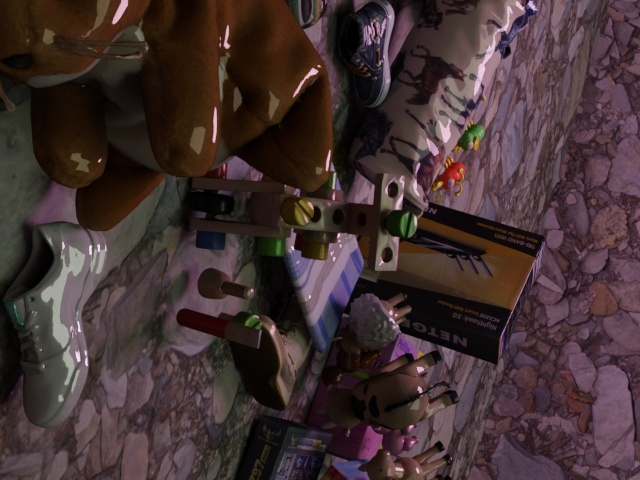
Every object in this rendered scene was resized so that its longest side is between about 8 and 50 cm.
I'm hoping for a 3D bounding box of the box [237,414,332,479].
[{"bbox_3d":[-0.067,0.392,1.887,0.183,0.059,0.232,-69,159,-5],"label":"box"}]

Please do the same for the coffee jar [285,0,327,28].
[{"bbox_3d":[-0.059,-0.291,1.422,0.184,0.079,0.096,-47,143,-48],"label":"coffee jar"}]

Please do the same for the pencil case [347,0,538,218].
[{"bbox_3d":[0.197,-0.246,1.881,0.183,0.160,0.410,31,86,-27],"label":"pencil case"}]

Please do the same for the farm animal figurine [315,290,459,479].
[{"bbox_3d":[0.097,0.281,1.835,0.172,0.330,0.327,-24,165,-23],"label":"farm animal figurine"}]

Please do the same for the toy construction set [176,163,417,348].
[{"bbox_3d":[-0.023,0.000,1.433,0.257,0.237,0.309,41,69,-47],"label":"toy construction set"}]

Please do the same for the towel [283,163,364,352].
[{"bbox_3d":[0.000,0.000,1.723,0.209,0.034,0.285,-64,146,-46],"label":"towel"}]

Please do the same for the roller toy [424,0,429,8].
[{"bbox_3d":[0.286,-0.424,2.086,0.191,0.146,0.209,-70,157,-13],"label":"roller toy"}]

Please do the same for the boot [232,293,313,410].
[{"bbox_3d":[-0.058,0.138,1.722,0.213,0.077,0.165,79,32,-49],"label":"boot"}]

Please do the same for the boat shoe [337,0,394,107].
[{"bbox_3d":[0.062,-0.281,1.764,0.083,0.065,0.183,-31,138,-38],"label":"boat shoe"}]

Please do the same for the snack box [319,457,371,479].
[{"bbox_3d":[0.017,0.474,1.934,0.207,0.070,0.174,-55,156,10],"label":"snack box"}]

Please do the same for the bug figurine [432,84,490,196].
[{"bbox_3d":[0.291,-0.239,2.325,0.216,0.072,0.279,-49,147,-48],"label":"bug figurine"}]

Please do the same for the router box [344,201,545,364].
[{"bbox_3d":[0.212,0.059,2.009,0.081,0.308,0.243,83,30,-51],"label":"router box"}]

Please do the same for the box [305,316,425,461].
[{"bbox_3d":[0.083,0.290,2.110,0.243,0.117,0.213,-71,158,-10],"label":"box"}]

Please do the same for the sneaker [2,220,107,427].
[{"bbox_3d":[-0.285,0.083,1.152,0.094,0.080,0.212,13,85,-57],"label":"sneaker"}]

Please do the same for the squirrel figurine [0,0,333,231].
[{"bbox_3d":[-0.177,-0.239,1.012,0.370,0.281,0.397,36,57,-56],"label":"squirrel figurine"}]
